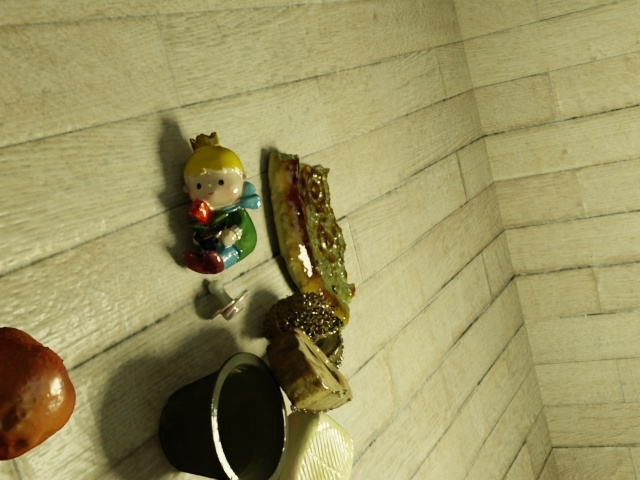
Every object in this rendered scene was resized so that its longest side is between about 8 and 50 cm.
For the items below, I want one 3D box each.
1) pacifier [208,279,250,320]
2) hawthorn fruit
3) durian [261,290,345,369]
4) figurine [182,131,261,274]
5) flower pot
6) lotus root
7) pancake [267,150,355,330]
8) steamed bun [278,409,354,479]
[{"bbox_3d":[-0.174,0.103,1.674,0.078,0.081,0.099,49,32,1],"label":"pacifier"},{"bbox_3d":[-0.434,0.243,1.131,0.285,0.165,0.165,-52,131,-23],"label":"hawthorn fruit"},{"bbox_3d":[-0.031,0.186,1.837,0.196,0.167,0.196,1,90,-85],"label":"durian"},{"bbox_3d":[-0.198,-0.070,1.635,0.185,0.127,0.234,-37,125,-49],"label":"figurine"},{"bbox_3d":[-0.171,0.312,1.527,0.235,0.148,0.235,32,52,-54],"label":"flower pot"},{"bbox_3d":[-0.023,0.239,1.662,0.170,0.074,0.261,54,6,12],"label":"lotus root"},{"bbox_3d":[-0.003,0.000,2.008,0.305,0.067,0.426,-22,99,-62],"label":"pancake"},{"bbox_3d":[-0.043,0.446,1.729,0.170,0.153,0.238,44,55,-35],"label":"steamed bun"}]
